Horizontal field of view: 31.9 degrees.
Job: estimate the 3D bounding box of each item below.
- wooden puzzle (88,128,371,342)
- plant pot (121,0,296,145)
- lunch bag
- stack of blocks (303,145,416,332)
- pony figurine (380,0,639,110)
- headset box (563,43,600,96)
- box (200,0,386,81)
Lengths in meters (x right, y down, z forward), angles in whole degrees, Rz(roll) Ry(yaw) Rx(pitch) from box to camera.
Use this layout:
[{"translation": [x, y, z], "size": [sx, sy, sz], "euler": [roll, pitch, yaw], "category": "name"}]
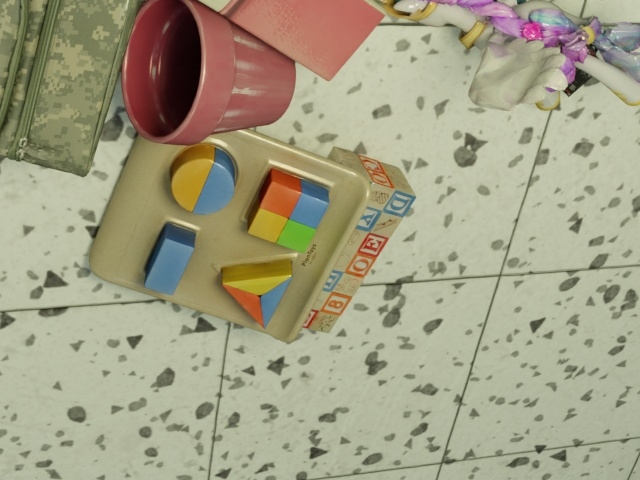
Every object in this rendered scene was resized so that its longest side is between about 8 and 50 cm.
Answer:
[{"translation": [-0.141, -0.012, 1.666], "size": [0.348, 0.080, 0.322], "euler": [22, 118, -11], "category": "wooden puzzle"}, {"translation": [-0.141, -0.225, 1.507], "size": [0.180, 0.201, 0.201], "euler": [-1, 129, -40], "category": "plant pot"}, {"translation": [-0.371, -0.252, 1.386], "size": [0.256, 0.212, 0.305], "euler": [16, 121, -11], "category": "lunch bag"}, {"translation": [0.000, 0.000, 1.797], "size": [0.171, 0.087, 0.297], "euler": [15, 120, -30], "category": "stack of blocks"}, {"translation": [0.284, -0.290, 1.533], "size": [0.363, 0.351, 0.303], "euler": [19, 84, -31], "category": "pony figurine"}, {"translation": [0.401, -0.277, 1.763], "size": [0.083, 0.032, 0.062], "euler": [-43, 130, 14], "category": "headset box"}, {"translation": [-0.052, -0.338, 1.464], "size": [0.232, 0.149, 0.127], "euler": [27, 115, -34], "category": "box"}]
